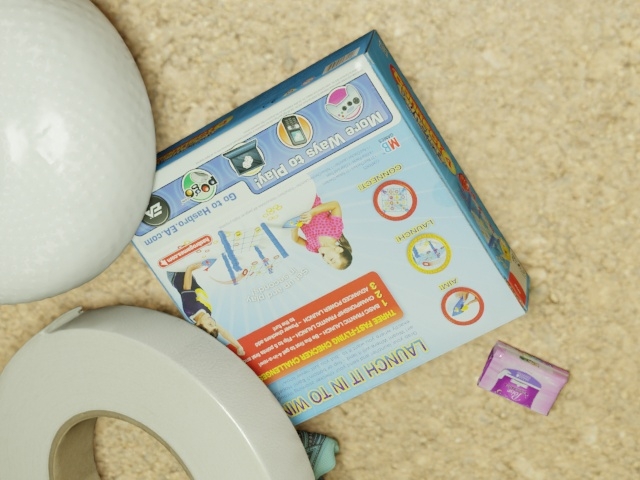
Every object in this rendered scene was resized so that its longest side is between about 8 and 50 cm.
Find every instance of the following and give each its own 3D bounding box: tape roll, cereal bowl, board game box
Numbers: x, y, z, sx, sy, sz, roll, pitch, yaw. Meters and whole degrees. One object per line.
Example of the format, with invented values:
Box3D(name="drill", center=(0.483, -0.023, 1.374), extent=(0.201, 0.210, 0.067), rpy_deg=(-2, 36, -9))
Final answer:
Box3D(name="tape roll", center=(-0.180, 0.254, 1.550), extent=(0.392, 0.072, 0.392), rpy_deg=(14, 118, 28))
Box3D(name="cereal bowl", center=(-0.333, -0.093, 1.413), extent=(0.339, 0.141, 0.338), rpy_deg=(6, 105, 21))
Box3D(name="board game box", center=(0.000, 0.000, 1.478), extent=(0.308, 0.086, 0.302), rpy_deg=(-27, 107, 19))

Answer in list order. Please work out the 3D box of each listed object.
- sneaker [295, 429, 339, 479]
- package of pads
Box3D(name="sneaker", center=(-0.022, 0.332, 1.617), extent=(0.122, 0.110, 0.283), rpy_deg=(-2, 114, 4))
Box3D(name="package of pads", center=(0.208, 0.143, 1.537), extent=(0.083, 0.032, 0.050), rpy_deg=(23, 114, -2))
